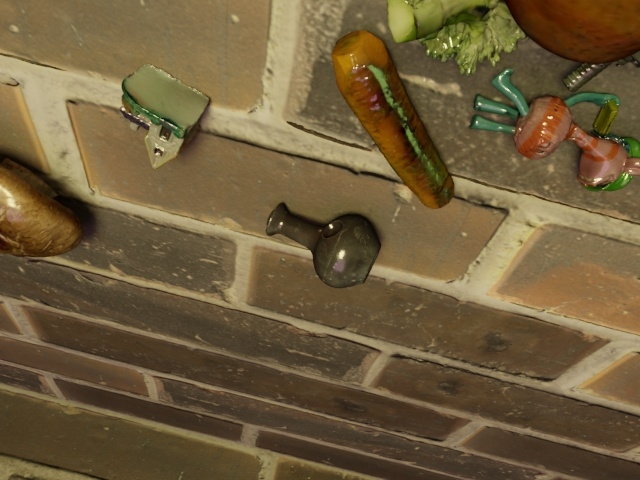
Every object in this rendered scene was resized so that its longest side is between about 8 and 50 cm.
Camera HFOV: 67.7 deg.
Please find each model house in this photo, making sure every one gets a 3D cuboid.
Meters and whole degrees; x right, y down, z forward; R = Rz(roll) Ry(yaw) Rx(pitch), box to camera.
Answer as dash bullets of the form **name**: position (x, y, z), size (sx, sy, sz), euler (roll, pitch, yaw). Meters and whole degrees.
- **model house**: position (-0.221, -0.161, 0.643), size (0.101, 0.087, 0.100), euler (30, 136, -13)

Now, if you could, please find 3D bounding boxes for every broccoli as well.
- **broccoli**: position (0.116, -0.206, 0.417), size (0.118, 0.204, 0.122), euler (53, 135, 3)

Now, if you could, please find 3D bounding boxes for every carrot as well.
- **carrot**: position (0.099, -0.139, 0.599), size (0.070, 0.070, 0.260), euler (-17, 134, 31)

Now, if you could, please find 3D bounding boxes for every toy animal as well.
- **toy animal**: position (0.280, -0.131, 0.550), size (0.209, 0.100, 0.103), euler (22, 100, -5)

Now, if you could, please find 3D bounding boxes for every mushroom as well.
- **mushroom**: position (-0.537, -0.062, 0.798), size (0.278, 0.146, 0.278), euler (23, 159, 10)

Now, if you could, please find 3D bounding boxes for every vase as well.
- **vase**: position (0.000, 0.000, 0.759), size (0.183, 0.120, 0.120), euler (24, 141, 11)

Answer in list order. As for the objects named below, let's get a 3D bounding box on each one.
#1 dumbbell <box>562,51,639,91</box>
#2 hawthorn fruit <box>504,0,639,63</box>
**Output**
- **dumbbell**: position (0.329, -0.224, 0.420), size (0.082, 0.081, 0.254), euler (29, 138, -18)
- **hawthorn fruit**: position (0.196, -0.256, 0.322), size (0.248, 0.208, 0.208), euler (41, 135, -9)
